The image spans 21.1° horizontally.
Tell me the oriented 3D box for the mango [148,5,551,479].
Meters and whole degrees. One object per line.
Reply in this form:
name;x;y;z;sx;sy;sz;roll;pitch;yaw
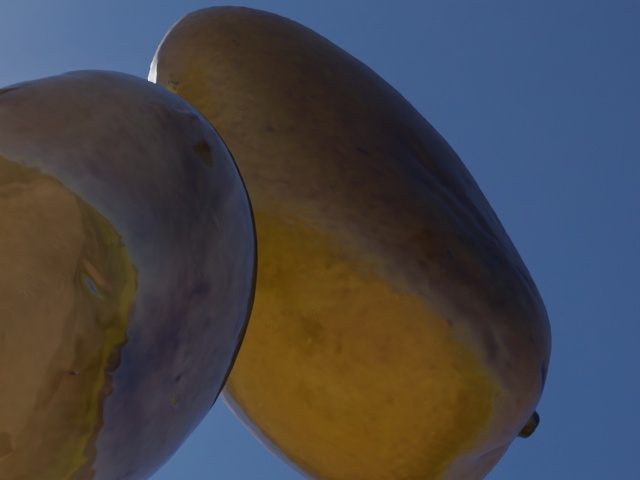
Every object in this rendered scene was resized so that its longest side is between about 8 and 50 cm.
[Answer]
mango;0.000;0.000;1.316;0.445;0.301;0.220;55;-52;23

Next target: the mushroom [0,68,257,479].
mushroom;-0.133;0.024;0.783;0.178;0.226;0.226;33;-51;18
